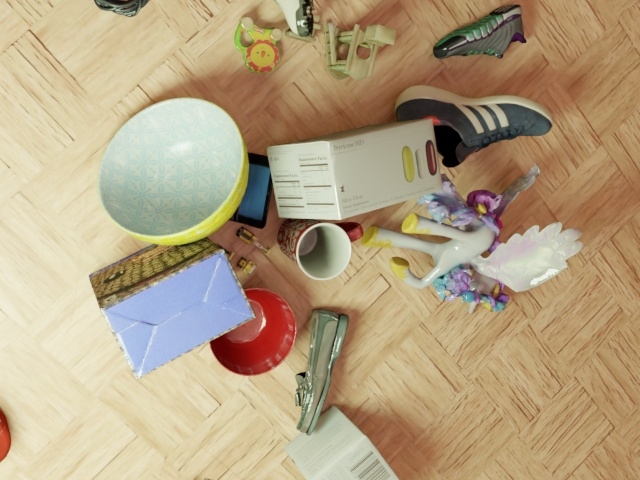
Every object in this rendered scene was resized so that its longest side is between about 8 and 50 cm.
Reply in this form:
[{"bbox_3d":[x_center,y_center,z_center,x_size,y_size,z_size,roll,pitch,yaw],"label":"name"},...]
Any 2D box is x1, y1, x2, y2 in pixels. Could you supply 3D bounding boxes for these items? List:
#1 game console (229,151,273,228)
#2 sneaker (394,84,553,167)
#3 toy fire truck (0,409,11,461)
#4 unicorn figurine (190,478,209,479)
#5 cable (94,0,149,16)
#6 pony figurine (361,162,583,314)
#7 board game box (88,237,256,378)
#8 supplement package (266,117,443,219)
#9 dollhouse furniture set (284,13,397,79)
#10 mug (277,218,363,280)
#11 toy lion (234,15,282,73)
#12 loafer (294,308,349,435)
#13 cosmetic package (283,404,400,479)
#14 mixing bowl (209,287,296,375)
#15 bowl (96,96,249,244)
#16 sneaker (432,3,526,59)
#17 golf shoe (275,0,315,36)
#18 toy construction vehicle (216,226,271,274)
[{"bbox_3d":[-0.166,-0.105,1.700,0.124,0.085,0.144,8,97,-21],"label":"game console"},{"bbox_3d":[0.324,-0.221,1.808,0.350,0.131,0.148,3,70,-11],"label":"sneaker"},{"bbox_3d":[-0.653,0.430,1.605,0.217,0.158,0.246,-40,122,-9],"label":"toy fire truck"},{"bbox_3d":[-0.235,0.580,1.823,0.162,0.060,0.111,40,86,-5],"label":"unicorn figurine"},{"bbox_3d":[-0.365,-0.505,1.583,0.150,0.047,0.184,-22,104,-20],"label":"cable"},{"bbox_3d":[0.325,-0.003,1.822,0.363,0.303,0.351,26,123,-25],"label":"pony figurine"},{"bbox_3d":[-0.282,0.102,1.586,0.232,0.291,0.141,-27,107,-14],"label":"board game box"},{"bbox_3d":[0.067,-0.139,1.661,0.262,0.204,0.145,-18,102,-34],"label":"supplement package"},{"bbox_3d":[0.029,-0.374,1.667,0.161,0.182,0.101,11,96,-21],"label":"dollhouse furniture set"},{"bbox_3d":[-0.003,0.009,1.733,0.150,0.169,0.113,5,98,-21],"label":"mug"},{"bbox_3d":[-0.124,-0.380,1.696,0.100,0.034,0.096,17,101,-21],"label":"toy lion"},{"bbox_3d":[-0.015,0.275,1.833,0.084,0.096,0.267,18,87,-2],"label":"loafer"},{"bbox_3d":[0.044,0.476,1.828,0.151,0.183,0.151,-39,110,-10],"label":"cosmetic package"},{"bbox_3d":[-0.148,0.174,1.751,0.181,0.098,0.181,-4,102,-18],"label":"mixing bowl"},{"bbox_3d":[-0.253,-0.104,1.612,0.289,0.289,0.156,-45,152,-7],"label":"bowl"},{"bbox_3d":[0.346,-0.415,1.827,0.223,0.083,0.098,-29,113,-13],"label":"sneaker"},{"bbox_3d":[-0.088,-0.493,1.622,0.120,0.105,0.273,-20,75,5],"label":"golf shoe"},{"bbox_3d":[-0.159,0.022,1.752,0.098,0.035,0.086,38,86,-21],"label":"toy construction vehicle"}]
